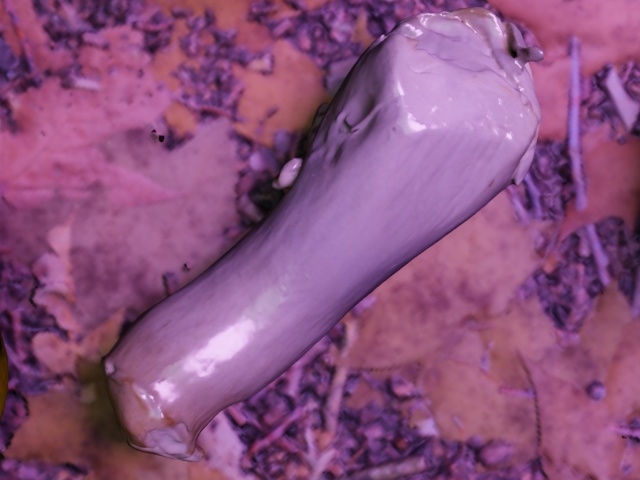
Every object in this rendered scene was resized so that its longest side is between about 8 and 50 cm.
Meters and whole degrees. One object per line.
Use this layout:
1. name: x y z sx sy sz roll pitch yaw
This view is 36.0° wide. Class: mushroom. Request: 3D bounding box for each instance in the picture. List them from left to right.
1. mushroom: 0.001 -0.001 0.484 0.099 0.096 0.278 44 96 1

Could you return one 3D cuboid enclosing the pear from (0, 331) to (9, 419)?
1. pear: -0.254 0.077 0.460 0.255 0.164 0.238 -32 89 1
